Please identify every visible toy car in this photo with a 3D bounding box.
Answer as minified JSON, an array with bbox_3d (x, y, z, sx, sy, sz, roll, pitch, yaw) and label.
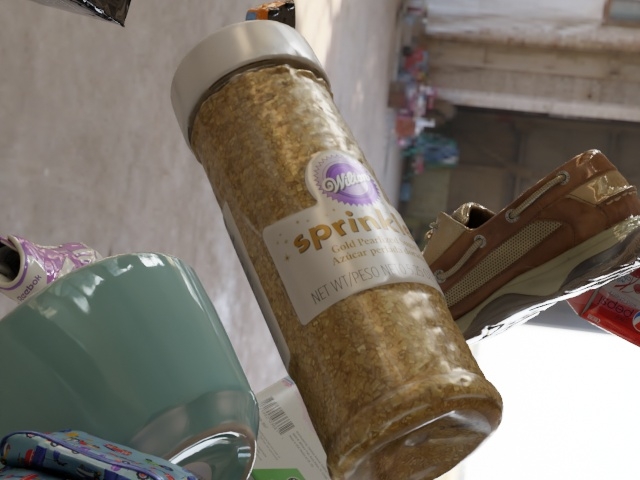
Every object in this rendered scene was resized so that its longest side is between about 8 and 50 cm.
[{"bbox_3d":[-0.053,-0.225,0.982,0.060,0.040,0.122,-58,148,-42],"label":"toy car"}]

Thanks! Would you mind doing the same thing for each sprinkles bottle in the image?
[{"bbox_3d":[0.000,0.000,0.792,0.121,0.121,0.355,85,-17,-54],"label":"sprinkles bottle"}]

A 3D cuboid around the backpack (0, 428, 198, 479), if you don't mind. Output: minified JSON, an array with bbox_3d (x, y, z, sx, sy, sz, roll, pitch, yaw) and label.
[{"bbox_3d":[-0.171,0.198,0.759,0.173,0.158,0.117,35,72,-74],"label":"backpack"}]

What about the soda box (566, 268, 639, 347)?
[{"bbox_3d":[0.335,0.042,1.330,0.083,0.092,0.263,-62,-176,10],"label":"soda box"}]

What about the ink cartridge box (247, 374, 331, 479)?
[{"bbox_3d":[-0.010,0.238,1.326,0.212,0.154,0.093,-28,158,-32],"label":"ink cartridge box"}]

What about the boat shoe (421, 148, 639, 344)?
[{"bbox_3d":[0.147,0.024,1.009,0.123,0.324,0.116,-7,71,-56],"label":"boat shoe"}]

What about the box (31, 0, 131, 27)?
[{"bbox_3d":[-0.262,-0.190,0.492,0.295,0.293,0.073,17,90,-76],"label":"box"}]

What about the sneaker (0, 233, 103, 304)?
[{"bbox_3d":[-0.380,0.030,1.527,0.102,0.161,0.282,-52,-158,0],"label":"sneaker"}]

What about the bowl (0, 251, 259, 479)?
[{"bbox_3d":[-0.173,0.180,0.990,0.311,0.163,0.311,-35,148,-26],"label":"bowl"}]
